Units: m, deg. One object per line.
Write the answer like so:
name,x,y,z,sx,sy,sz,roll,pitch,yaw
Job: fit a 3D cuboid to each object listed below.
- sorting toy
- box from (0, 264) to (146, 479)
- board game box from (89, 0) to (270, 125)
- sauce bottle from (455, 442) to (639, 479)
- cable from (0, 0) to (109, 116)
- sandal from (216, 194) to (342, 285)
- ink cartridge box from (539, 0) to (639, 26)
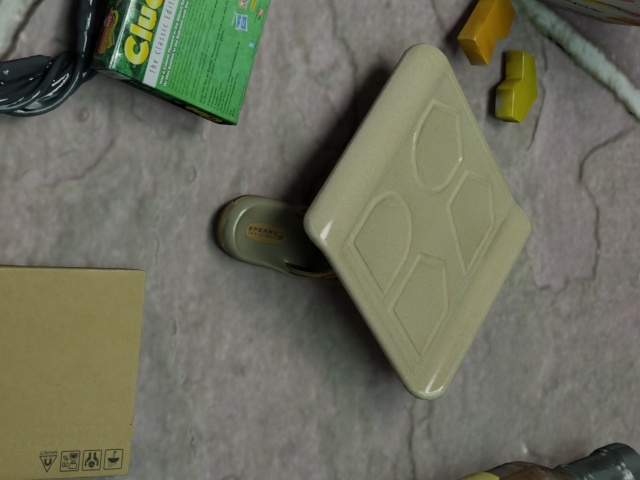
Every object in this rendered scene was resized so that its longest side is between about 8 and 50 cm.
sorting toy,0.103,-0.050,1.511,0.307,0.041,0.229,-59,135,-27
box,-0.227,0.098,1.338,0.201,0.021,0.164,2,96,-34
board game box,-0.083,-0.230,1.355,0.136,0.030,0.260,23,80,-47
sauce bottle,0.144,0.257,1.560,0.344,0.111,0.111,-14,106,-30
cable,-0.218,-0.165,1.293,0.184,0.047,0.150,-48,125,-23
sandal,0.000,0.000,1.458,0.180,0.049,0.072,7,94,-37
ink cartridge box,0.277,-0.271,1.492,0.171,0.232,0.168,13,93,-35
